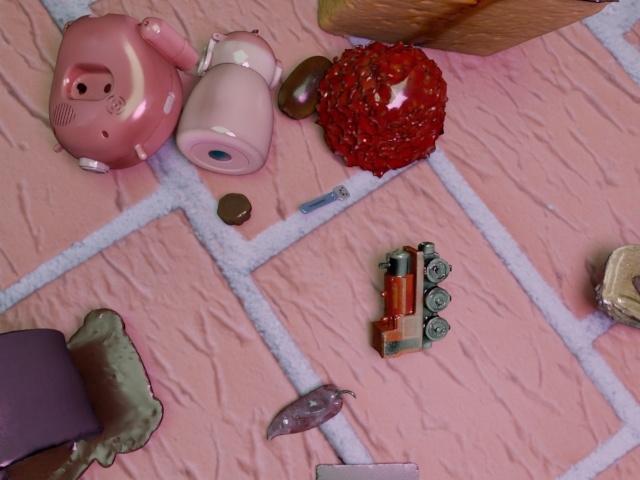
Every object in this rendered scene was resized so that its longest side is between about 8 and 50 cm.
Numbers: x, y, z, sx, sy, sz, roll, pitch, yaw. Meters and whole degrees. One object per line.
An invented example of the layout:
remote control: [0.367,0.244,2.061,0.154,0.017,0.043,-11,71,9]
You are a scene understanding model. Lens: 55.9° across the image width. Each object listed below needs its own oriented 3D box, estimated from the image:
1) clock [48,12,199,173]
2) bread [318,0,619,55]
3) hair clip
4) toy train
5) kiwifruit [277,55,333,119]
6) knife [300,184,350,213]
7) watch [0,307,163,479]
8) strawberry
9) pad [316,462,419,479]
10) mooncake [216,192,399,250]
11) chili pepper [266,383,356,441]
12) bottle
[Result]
clock: [-0.338,-0.226,0.957,0.227,0.142,0.241,9,81,26]
bread: [0.197,-0.437,0.943,0.346,0.405,0.241,6,89,-12]
hair clip: [0.572,0.104,0.950,0.322,0.091,0.138,20,79,-7]
toy train: [0.137,0.090,0.929,0.119,0.074,0.175,-6,104,-17]
kiwifruit: [-0.021,-0.261,1.029,0.075,0.075,0.124,39,76,7]
knife: [0.007,-0.068,1.004,0.096,0.010,0.027,-26,73,-26]
watch: [-0.419,0.229,0.793,0.335,0.327,0.313,-26,80,-6]
strawberry: [0.113,-0.206,0.947,0.234,0.178,0.233,-1,99,-6]
pad: [0.073,0.474,0.909,0.160,0.009,0.264,0,80,-1]
mooncake: [0.000,-0.003,0.983,0.347,0.057,0.150,37,80,8]
chili pepper: [-0.017,0.265,0.935,0.153,0.041,0.050,-32,59,9]
bottle: [-0.140,-0.239,0.992,0.148,0.147,0.236,9,70,2]
